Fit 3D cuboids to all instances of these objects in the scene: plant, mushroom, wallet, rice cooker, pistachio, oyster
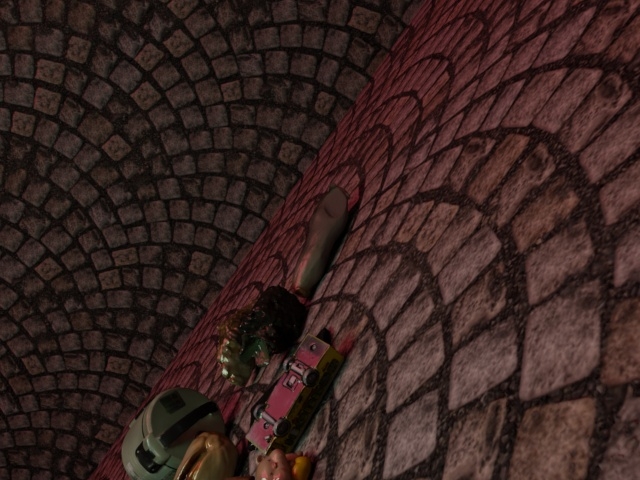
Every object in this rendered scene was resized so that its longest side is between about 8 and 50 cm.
[{"bbox_3d":[-0.123,0.213,1.525,0.142,0.131,0.203,-42,10,46],"label":"plant"},{"bbox_3d":[0.001,0.000,1.682,0.109,0.097,0.351,-39,24,56],"label":"mushroom"},{"bbox_3d":[-0.068,0.312,1.313,0.285,0.030,0.146,-51,11,18],"label":"wallet"},{"bbox_3d":[-0.367,0.494,1.539,0.244,0.226,0.226,-46,16,35],"label":"rice cooker"},{"bbox_3d":[-0.247,0.511,1.320,0.145,0.117,0.200,60,-133,-61],"label":"pistachio"},{"bbox_3d":[-0.196,0.252,1.723,0.110,0.166,0.341,-58,-8,36],"label":"oyster"}]

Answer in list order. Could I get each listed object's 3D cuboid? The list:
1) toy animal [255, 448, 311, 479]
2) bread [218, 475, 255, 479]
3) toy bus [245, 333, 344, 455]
[{"bbox_3d":[-0.066,0.377,1.020,0.091,0.082,0.114,-52,13,15],"label":"toy animal"},{"bbox_3d":[-0.211,0.505,0.883,0.328,0.114,0.295,-22,31,19],"label":"bread"},{"bbox_3d":[-0.049,0.288,1.151,0.081,0.074,0.226,18,74,47],"label":"toy bus"}]
